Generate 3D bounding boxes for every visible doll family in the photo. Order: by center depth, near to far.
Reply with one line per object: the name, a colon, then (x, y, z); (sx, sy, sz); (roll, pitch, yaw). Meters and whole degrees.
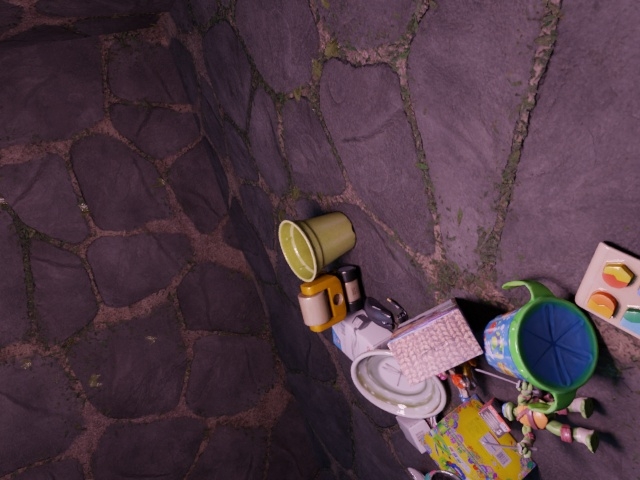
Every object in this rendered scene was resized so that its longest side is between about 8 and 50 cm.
doll family: (0.478, 0.432, 1.608); (0.163, 0.118, 0.263); (66, 172, -14)

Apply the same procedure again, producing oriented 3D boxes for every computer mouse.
computer mouse: (0.263, 0.307, 1.919); (0.262, 0.060, 0.184); (40, 144, 41)

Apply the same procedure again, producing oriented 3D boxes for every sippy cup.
sippy cup: (0.559, 0.277, 1.209); (0.240, 0.305, 0.224); (29, 163, -3)

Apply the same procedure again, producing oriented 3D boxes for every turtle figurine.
turtle figurine: (0.608, 0.507, 1.274); (0.275, 0.197, 0.266); (37, 148, -30)

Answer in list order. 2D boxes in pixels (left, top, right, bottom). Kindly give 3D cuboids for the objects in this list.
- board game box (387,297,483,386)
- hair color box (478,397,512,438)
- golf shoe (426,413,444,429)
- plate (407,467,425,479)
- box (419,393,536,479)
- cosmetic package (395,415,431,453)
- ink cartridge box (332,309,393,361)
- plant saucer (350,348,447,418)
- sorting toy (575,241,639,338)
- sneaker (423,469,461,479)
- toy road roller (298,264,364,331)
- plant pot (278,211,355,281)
board game box: (0.358, 0.308, 1.421); (0.141, 0.232, 0.291); (62, -167, 7)
hair color box: (0.575, 0.578, 1.479); (0.093, 0.053, 0.167); (53, -165, 23)
golf shoe: (0.510, 0.795, 1.859); (0.186, 0.068, 0.086); (57, 151, 17)
plate: (0.525, 1.181, 2.092); (0.277, 0.045, 0.278); (44, 167, 37)
box: (0.553, 0.768, 1.640); (0.290, 0.177, 0.279); (51, 150, 26)
cosmetic package: (0.415, 0.827, 1.974); (0.117, 0.086, 0.231); (63, 173, 5)
ink cartridge box: (0.192, 0.455, 2.089); (0.307, 0.129, 0.223); (35, 140, 46)
plant saucer: (0.328, 0.571, 1.873); (0.401, 0.100, 0.400); (15, 130, 19)
sorting toy: (0.696, 0.128, 1.021); (0.208, 0.038, 0.192); (40, 144, 41)
sneaker: (0.480, 0.936, 1.596); (0.295, 0.124, 0.178); (43, 156, 40)
toy road roller: (0.017, 0.240, 2.006); (0.241, 0.330, 0.202); (5, 112, 52)
plant pot: (0.000, 0.000, 1.931); (0.276, 0.254, 0.276); (41, 144, 39)
